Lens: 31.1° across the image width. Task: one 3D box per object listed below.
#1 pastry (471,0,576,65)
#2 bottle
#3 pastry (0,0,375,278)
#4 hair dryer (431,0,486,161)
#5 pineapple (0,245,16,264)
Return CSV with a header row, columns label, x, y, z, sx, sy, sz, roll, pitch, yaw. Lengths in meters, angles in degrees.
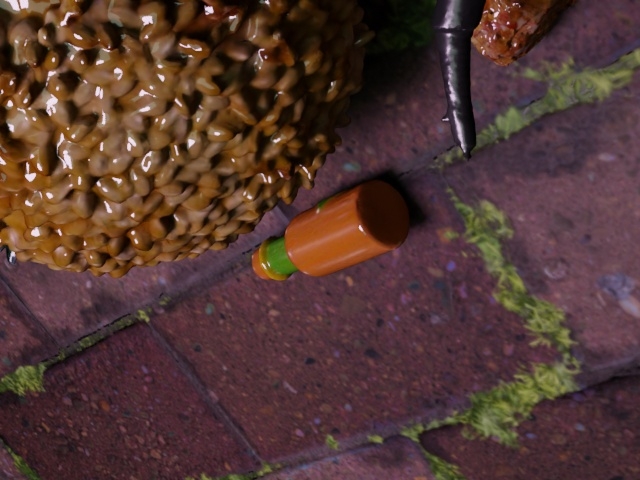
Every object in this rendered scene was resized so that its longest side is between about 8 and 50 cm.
label,x,y,z,sx,sy,sz,roll,pitch,yaw
pastry,0.153,-0.196,0.810,0.063,0.087,0.169,48,139,15
bottle,0.000,0.000,1.086,0.187,0.069,0.069,-23,107,46
pastry,-0.152,-0.147,0.862,0.410,0.245,0.409,-9,134,-10
hair dryer,0.128,-0.228,0.725,0.304,0.120,0.359,4,105,20
pineapple,-0.352,-0.075,1.277,0.103,0.083,0.221,2,125,32
